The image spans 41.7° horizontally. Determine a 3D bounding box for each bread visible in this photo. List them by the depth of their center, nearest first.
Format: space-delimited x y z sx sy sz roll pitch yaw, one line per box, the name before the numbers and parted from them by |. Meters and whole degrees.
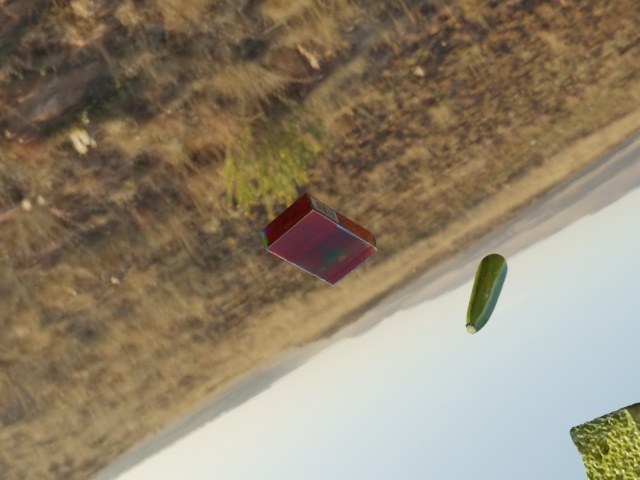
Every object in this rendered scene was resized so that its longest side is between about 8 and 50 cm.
bread | 0.349 0.240 0.922 0.111 0.114 0.129 -3 155 -44

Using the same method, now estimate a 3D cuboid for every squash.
squash | 0.358 0.113 1.827 0.201 0.066 0.066 -64 -171 -26

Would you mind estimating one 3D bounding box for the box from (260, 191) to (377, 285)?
box | 0.000 -0.001 1.410 0.112 0.048 0.175 -39 135 21
